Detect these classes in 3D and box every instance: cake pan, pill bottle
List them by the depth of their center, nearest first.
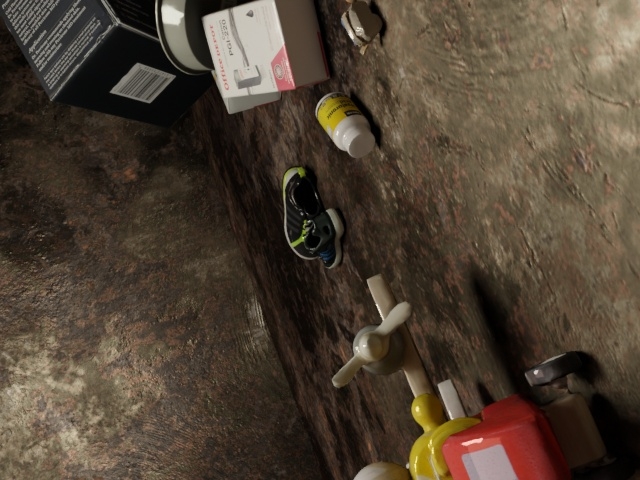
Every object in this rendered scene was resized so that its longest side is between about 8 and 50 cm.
[{"bbox_3d":[0.042,-0.185,1.123,0.065,0.065,0.116,86,160,-46],"label":"pill bottle"},{"bbox_3d":[-0.199,-0.459,1.341,0.054,0.293,0.293,22,142,23],"label":"cake pan"}]

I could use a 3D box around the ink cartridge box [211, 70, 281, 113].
[{"bbox_3d":[-0.176,-0.400,1.552,0.127,0.128,0.176,99,150,-63],"label":"ink cartridge box"}]

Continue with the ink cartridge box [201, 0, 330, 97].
[{"bbox_3d":[-0.102,-0.347,1.245,0.217,0.092,0.159,7,117,48],"label":"ink cartridge box"}]

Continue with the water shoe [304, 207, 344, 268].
[{"bbox_3d":[0.000,0.000,1.497,0.203,0.080,0.073,94,154,-57],"label":"water shoe"}]

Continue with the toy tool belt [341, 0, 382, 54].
[{"bbox_3d":[0.050,-0.303,0.967,0.051,0.052,0.083,116,134,-59],"label":"toy tool belt"}]

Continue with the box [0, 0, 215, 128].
[{"bbox_3d":[-0.593,-0.610,1.950,0.472,0.297,0.479,57,-158,16],"label":"box"}]

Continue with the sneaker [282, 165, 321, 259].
[{"bbox_3d":[-0.038,-0.054,1.567,0.097,0.084,0.235,-139,33,-62],"label":"sneaker"}]

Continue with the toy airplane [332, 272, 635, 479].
[{"bbox_3d":[0.155,0.274,0.851,0.386,0.272,0.385,-131,26,-57],"label":"toy airplane"}]
